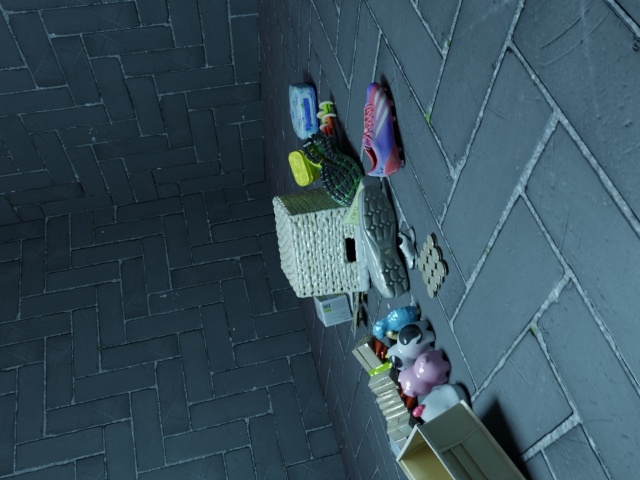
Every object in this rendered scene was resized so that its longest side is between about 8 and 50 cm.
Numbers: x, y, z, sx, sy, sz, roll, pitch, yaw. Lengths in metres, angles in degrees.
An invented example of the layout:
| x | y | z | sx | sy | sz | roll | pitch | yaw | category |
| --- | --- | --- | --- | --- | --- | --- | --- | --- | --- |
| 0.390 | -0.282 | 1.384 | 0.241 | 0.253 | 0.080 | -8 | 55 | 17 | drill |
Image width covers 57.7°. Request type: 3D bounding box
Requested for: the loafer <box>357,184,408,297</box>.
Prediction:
| x | y | z | sx | sy | sz | roll | pitch | yaw | category |
| --- | --- | --- | --- | --- | --- | --- | --- | --- | --- |
| 0.160 | 0.006 | 1.629 | 0.111 | 0.112 | 0.319 | 168 | 91 | -71 | loafer |

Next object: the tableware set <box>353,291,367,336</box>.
| x | y | z | sx | sy | sz | roll | pitch | yaw | category |
| --- | --- | --- | --- | --- | --- | --- | --- | --- | --- |
| 0.146 | 0.245 | 2.137 | 0.128 | 0.039 | 0.194 | -88 | 0 | -60 | tableware set |

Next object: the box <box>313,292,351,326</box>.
| x | y | z | sx | sy | sz | roll | pitch | yaw | category |
| --- | --- | --- | --- | --- | --- | --- | --- | --- | --- |
| 0.046 | 0.272 | 2.388 | 0.203 | 0.114 | 0.103 | -157 | 53 | -79 | box |

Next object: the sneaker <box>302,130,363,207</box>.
| x | y | z | sx | sy | sz | roll | pitch | yaw | category |
| --- | --- | --- | --- | --- | --- | --- | --- | --- | --- |
| 0.070 | -0.227 | 1.932 | 0.146 | 0.134 | 0.343 | 36 | -160 | -48 | sneaker |

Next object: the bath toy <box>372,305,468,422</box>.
| x | y | z | sx | sy | sz | roll | pitch | yaw | category |
| --- | --- | --- | --- | --- | --- | --- | --- | --- | --- |
| 0.244 | 0.325 | 1.460 | 0.348 | 0.129 | 0.151 | -115 | 18 | -51 | bath toy |

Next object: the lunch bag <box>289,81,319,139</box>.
| x | y | z | sx | sy | sz | roll | pitch | yaw | category |
| --- | --- | --- | --- | --- | --- | --- | --- | --- | --- |
| -0.065 | -0.524 | 2.350 | 0.176 | 0.090 | 0.219 | -123 | 25 | -67 | lunch bag |

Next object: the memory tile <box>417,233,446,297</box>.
| x | y | z | sx | sy | sz | roll | pitch | yaw | category |
| --- | --- | --- | --- | --- | --- | --- | --- | --- | --- |
| 0.266 | 0.061 | 1.389 | 0.148 | 0.012 | 0.113 | 96 | 161 | -59 | memory tile |

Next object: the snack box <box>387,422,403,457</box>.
| x | y | z | sx | sy | sz | roll | pitch | yaw | category |
| --- | --- | --- | --- | --- | --- | --- | --- | --- | --- |
| 0.267 | 0.681 | 1.938 | 0.141 | 0.037 | 0.100 | -147 | 46 | -76 | snack box |

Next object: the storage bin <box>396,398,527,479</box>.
| x | y | z | sx | sy | sz | roll | pitch | yaw | category |
| --- | --- | --- | --- | --- | --- | --- | --- | --- | --- |
| 0.301 | 0.507 | 1.214 | 0.260 | 0.123 | 0.262 | 54 | 158 | 28 | storage bin |

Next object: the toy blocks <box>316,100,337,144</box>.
| x | y | z | sx | sy | sz | roll | pitch | yaw | category |
| --- | --- | --- | --- | --- | --- | --- | --- | --- | --- |
| 0.032 | -0.401 | 2.057 | 0.123 | 0.054 | 0.148 | 114 | 144 | -73 | toy blocks |

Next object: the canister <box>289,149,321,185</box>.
| x | y | z | sx | sy | sz | roll | pitch | yaw | category |
| --- | --- | --- | --- | --- | --- | --- | --- | --- | --- |
| -0.019 | -0.280 | 2.094 | 0.073 | 0.170 | 0.126 | -9 | 104 | 48 | canister |

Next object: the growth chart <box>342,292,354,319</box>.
| x | y | z | sx | sy | sz | roll | pitch | yaw | category |
| --- | --- | --- | --- | --- | --- | --- | --- | --- | --- |
| 0.100 | 0.199 | 2.390 | 0.237 | 0.021 | 0.172 | -115 | 17 | -52 | growth chart |

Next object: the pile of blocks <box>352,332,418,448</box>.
| x | y | z | sx | sy | sz | roll | pitch | yaw | category |
| --- | --- | --- | --- | --- | --- | --- | --- | --- | --- |
| 0.233 | 0.440 | 1.775 | 0.112 | 0.149 | 0.362 | -33 | 72 | 32 | pile of blocks |

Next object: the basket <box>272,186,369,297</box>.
| x | y | z | sx | sy | sz | roll | pitch | yaw | category |
| --- | --- | --- | --- | --- | --- | --- | --- | --- | --- |
| 0.000 | 0.000 | 2.065 | 0.331 | 0.266 | 0.328 | -130 | 32 | -66 | basket |

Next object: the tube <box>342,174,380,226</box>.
| x | y | z | sx | sy | sz | roll | pitch | yaw | category |
| --- | --- | --- | --- | --- | --- | --- | --- | --- | --- |
| 0.132 | -0.105 | 1.773 | 0.070 | 0.062 | 0.240 | 47 | 154 | 17 | tube |

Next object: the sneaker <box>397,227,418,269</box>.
| x | y | z | sx | sy | sz | roll | pitch | yaw | category |
| --- | --- | --- | --- | --- | --- | --- | --- | --- | --- |
| 0.223 | 0.024 | 1.497 | 0.040 | 0.043 | 0.109 | -158 | 56 | -75 | sneaker |

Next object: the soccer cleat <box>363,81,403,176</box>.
| x | y | z | sx | sy | sz | roll | pitch | yaw | category |
| --- | --- | --- | --- | --- | --- | --- | --- | --- | --- |
| 0.142 | -0.283 | 1.475 | 0.083 | 0.095 | 0.248 | 140 | 119 | -78 | soccer cleat |
